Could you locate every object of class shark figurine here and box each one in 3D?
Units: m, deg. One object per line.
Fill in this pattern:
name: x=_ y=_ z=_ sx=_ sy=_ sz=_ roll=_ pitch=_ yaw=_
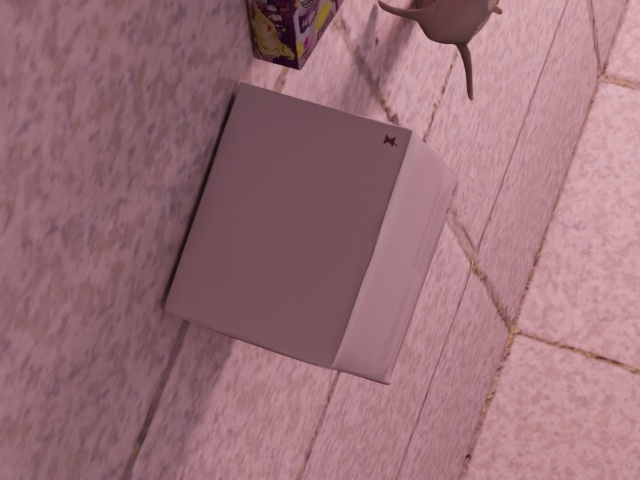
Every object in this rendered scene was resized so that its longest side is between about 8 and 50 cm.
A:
shark figurine: x=0.116 y=-0.243 z=1.399 sx=0.278 sy=0.116 sz=0.166 roll=117 pitch=-24 yaw=-67

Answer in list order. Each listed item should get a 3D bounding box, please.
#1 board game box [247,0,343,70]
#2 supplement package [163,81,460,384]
board game box: x=0.031 y=-0.325 z=1.171 sx=0.208 sy=0.056 sz=0.347 roll=78 pitch=34 yaw=-51
supplement package: x=0.000 y=0.000 z=1.217 sx=0.203 sy=0.149 sz=0.194 roll=29 pitch=79 yaw=-72
